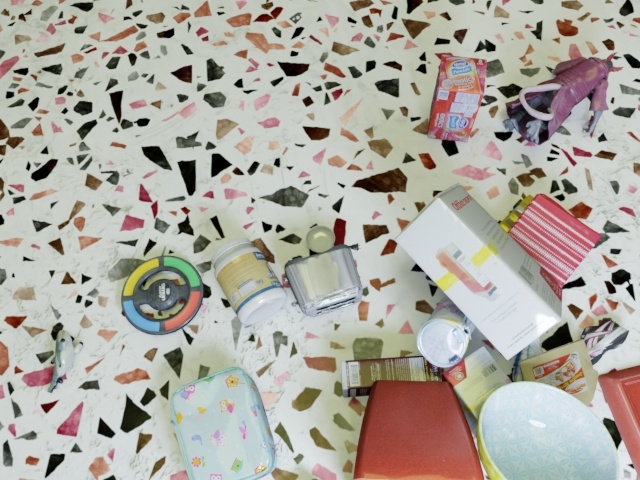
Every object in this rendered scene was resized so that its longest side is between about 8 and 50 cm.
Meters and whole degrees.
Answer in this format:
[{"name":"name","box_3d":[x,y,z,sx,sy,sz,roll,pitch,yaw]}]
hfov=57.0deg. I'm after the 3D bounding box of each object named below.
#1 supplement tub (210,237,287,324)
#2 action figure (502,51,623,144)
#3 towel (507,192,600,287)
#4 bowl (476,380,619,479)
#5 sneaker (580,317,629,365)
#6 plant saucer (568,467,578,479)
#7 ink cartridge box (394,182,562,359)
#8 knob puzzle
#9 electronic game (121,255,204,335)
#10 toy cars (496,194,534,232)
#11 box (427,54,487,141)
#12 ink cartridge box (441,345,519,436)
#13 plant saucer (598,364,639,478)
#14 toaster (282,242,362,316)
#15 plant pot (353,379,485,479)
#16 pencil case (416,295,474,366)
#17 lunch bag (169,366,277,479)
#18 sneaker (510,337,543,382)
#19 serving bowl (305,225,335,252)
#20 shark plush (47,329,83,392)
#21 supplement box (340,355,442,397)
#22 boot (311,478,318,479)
[{"name":"supplement tub","box_3d":[-0.195,0.108,1.579,0.144,0.144,0.200,-30,69,-10]},{"name":"action figure","box_3d":[0.712,-0.451,1.718,0.370,0.276,0.248,-36,62,3]},{"name":"towel","box_3d":[0.579,0.035,1.568,0.199,0.031,0.275,37,99,10]},{"name":"bowl","box_3d":[0.460,0.465,1.263,0.289,0.156,0.289,4,44,-4]},{"name":"sneaker","box_3d":[0.695,0.264,1.515,0.178,0.072,0.077,-29,45,-8]},{"name":"plant saucer","box_3d":[0.579,0.563,1.344,0.029,0.168,0.168,20,65,47]},{"name":"ink cartridge box","box_3d":[0.395,0.060,1.447,0.385,0.279,0.160,48,115,9]},{"name":"knob puzzle","box_3d":[0.591,0.357,1.455,0.213,0.030,0.213,-1,95,-6]},{"name":"electronic game","box_3d":[-0.436,0.149,1.627,0.229,0.048,0.229,-1,66,3]},{"name":"toy cars","box_3d":[0.458,-0.049,1.642,0.393,0.087,0.177,-4,66,1]},{"name":"box","box_3d":[0.391,-0.405,1.709,0.128,0.257,0.123,8,69,7]},{"name":"ink cartridge box","box_3d":[0.393,0.376,1.438,0.128,0.127,0.176,-31,67,-11]},{"name":"plant saucer","box_3d":[0.855,0.422,1.438,0.259,0.048,0.259,-13,67,-3]},{"name":"toaster","box_3d":[0.020,0.108,1.579,0.226,0.129,0.147,-17,70,-7]},{"name":"plant pot","box_3d":[0.211,0.464,1.353,0.267,0.267,0.236,1,55,4]},{"name":"pencil case","box_3d":[0.318,0.209,1.440,0.113,0.273,0.124,46,110,9]},{"name":"lunch bag","box_3d":[-0.243,0.464,1.447,0.224,0.108,0.279,-22,65,-1]},{"name":"sneaker","box_3d":[0.546,0.293,1.506,0.082,0.071,0.191,17,77,4]},{"name":"serving bowl","box_3d":[0.000,0.000,1.679,0.083,0.027,0.083,-1,66,2]},{"name":"shark plush","box_3d":[-0.693,0.324,1.580,0.067,0.073,0.161,4,87,26]},{"name":"supplement box","box_3d":[0.171,0.338,1.467,0.239,0.130,0.073,-4,66,1]},{"name":"boot","box_3d":[0.009,0.703,1.358,0.248,0.090,0.207,35,85,15]}]
